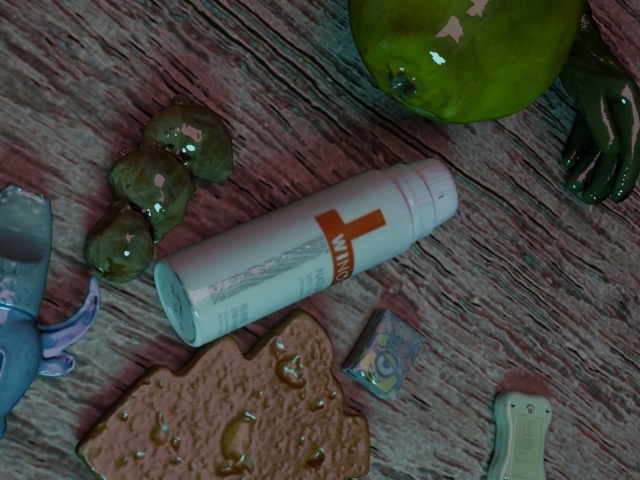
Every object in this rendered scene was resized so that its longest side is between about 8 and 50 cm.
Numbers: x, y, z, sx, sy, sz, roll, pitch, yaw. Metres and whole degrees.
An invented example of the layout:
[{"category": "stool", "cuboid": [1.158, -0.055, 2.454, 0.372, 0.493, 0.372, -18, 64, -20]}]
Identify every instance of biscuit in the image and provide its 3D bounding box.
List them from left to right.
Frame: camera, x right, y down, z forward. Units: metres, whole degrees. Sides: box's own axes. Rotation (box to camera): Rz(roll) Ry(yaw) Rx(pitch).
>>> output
[{"category": "biscuit", "cuboid": [-0.093, 0.207, 1.057, 0.306, 0.043, 0.283, 5, 82, -22]}]

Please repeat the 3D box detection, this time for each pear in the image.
[{"category": "pear", "cuboid": [0.157, -0.264, 1.128, 0.269, 0.269, 0.321, 51, 53, -10]}]

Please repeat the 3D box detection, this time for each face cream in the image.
[{"category": "face cream", "cuboid": [0.000, 0.000, 1.096, 0.346, 0.102, 0.102, -24, 93, -24]}]

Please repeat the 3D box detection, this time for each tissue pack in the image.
[{"category": "tissue pack", "cuboid": [0.070, 0.124, 1.147, 0.063, 0.035, 0.083, 36, 70, -16]}]

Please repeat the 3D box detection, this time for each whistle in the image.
[{"category": "whistle", "cuboid": [-0.302, 0.079, 0.961, 0.180, 0.093, 0.269, 16, 71, -16]}]

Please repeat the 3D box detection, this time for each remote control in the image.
[{"category": "remote control", "cuboid": [0.230, 0.235, 1.205, 0.074, 0.032, 0.122, 14, 77, -22]}]

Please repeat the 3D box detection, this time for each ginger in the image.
[{"category": "ginger", "cuboid": [-0.164, -0.049, 1.039, 0.104, 0.080, 0.204, 43, 66, -19]}]

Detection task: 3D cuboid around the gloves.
[{"category": "gloves", "cuboid": [0.331, -0.175, 1.266, 0.107, 0.135, 0.268, -12, 85, 16]}]
